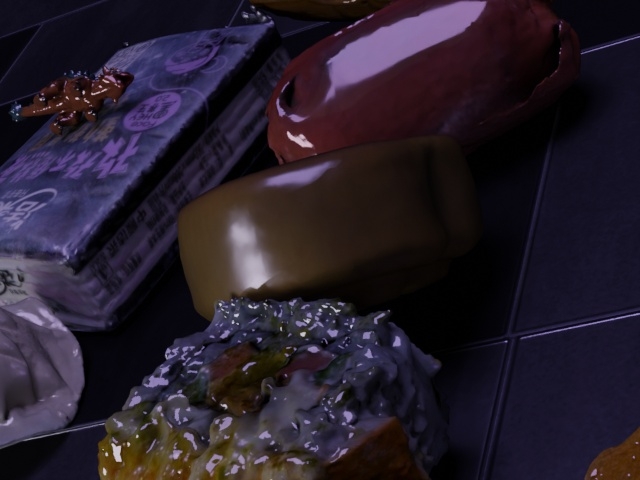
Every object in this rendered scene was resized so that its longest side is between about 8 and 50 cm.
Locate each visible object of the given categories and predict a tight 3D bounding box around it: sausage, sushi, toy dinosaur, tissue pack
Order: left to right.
[{"bbox_3d":[-0.244,-0.138,1.494,0.154,0.049,0.055,-11,35,30],"label":"toy dinosaur"},{"bbox_3d":[-0.203,-0.068,1.522,0.259,0.122,0.361,-3,41,43],"label":"tissue pack"},{"bbox_3d":[-0.037,0.135,1.016,0.274,0.139,0.184,2,40,44],"label":"sushi"},{"bbox_3d":[0.083,-0.131,1.322,0.279,0.152,0.152,-28,29,7],"label":"sausage"}]

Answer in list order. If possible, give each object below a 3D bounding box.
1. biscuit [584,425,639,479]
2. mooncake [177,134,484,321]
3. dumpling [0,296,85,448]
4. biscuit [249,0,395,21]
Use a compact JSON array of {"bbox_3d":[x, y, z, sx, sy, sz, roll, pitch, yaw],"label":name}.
[{"bbox_3d":[0.235,0.156,0.834,0.166,0.036,0.225,-44,31,-4],"label":"biscuit"},{"bbox_3d":[0.000,0.000,1.154,0.234,0.117,0.235,-18,-2,-1],"label":"mooncake"},{"bbox_3d":[-0.274,0.121,1.309,0.155,0.111,0.181,28,68,20],"label":"dumpling"},{"bbox_3d":[0.046,-0.239,1.554,0.215,0.034,0.182,1,3,13],"label":"biscuit"}]
